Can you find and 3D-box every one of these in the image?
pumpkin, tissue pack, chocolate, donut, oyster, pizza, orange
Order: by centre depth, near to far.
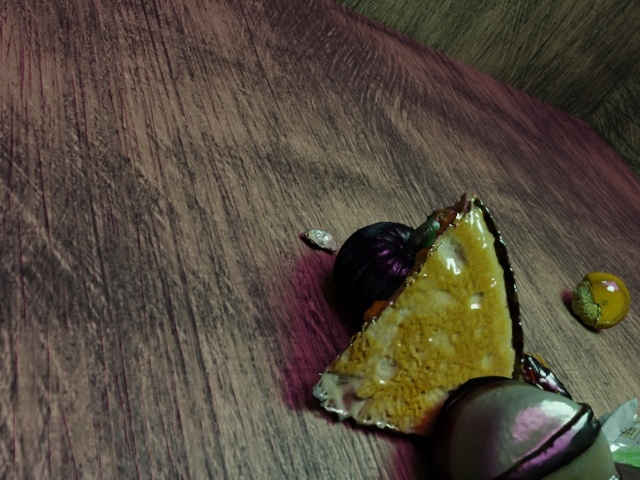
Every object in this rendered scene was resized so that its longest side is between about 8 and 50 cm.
[{"bbox_3d":[0.323,0.339,0.956,0.284,0.186,0.283,8,70,-24],"label":"chocolate"},{"bbox_3d":[0.230,0.192,1.090,0.392,0.435,0.080,46,-12,-22],"label":"pizza"},{"bbox_3d":[0.158,0.047,1.198,0.248,0.248,0.248,25,34,-19],"label":"pumpkin"},{"bbox_3d":[0.586,0.397,1.216,0.229,0.159,0.145,-11,98,-48],"label":"tissue pack"},{"bbox_3d":[0.412,0.315,1.254,0.235,0.089,0.235,26,32,-18],"label":"donut"},{"bbox_3d":[-0.003,0.000,1.313,0.083,0.019,0.054,17,39,-32],"label":"oyster"},{"bbox_3d":[0.766,0.164,1.740,0.156,0.156,0.134,47,12,14],"label":"orange"}]

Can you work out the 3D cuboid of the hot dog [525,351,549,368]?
[{"bbox_3d":[0.483,0.299,1.394,0.056,0.041,0.133,25,28,-33],"label":"hot dog"}]
